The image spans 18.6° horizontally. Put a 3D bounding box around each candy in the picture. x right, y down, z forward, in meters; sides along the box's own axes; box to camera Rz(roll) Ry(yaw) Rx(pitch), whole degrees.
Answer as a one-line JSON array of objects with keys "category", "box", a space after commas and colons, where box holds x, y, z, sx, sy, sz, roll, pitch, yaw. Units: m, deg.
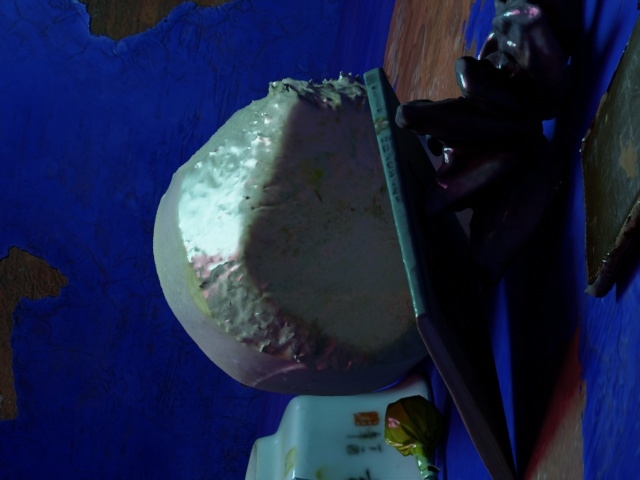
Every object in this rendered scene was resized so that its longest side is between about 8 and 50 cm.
[{"category": "candy", "box": [0.094, 0.215, 1.762, 0.058, 0.062, 0.194, -32, 36, 17]}]

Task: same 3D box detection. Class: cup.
[{"category": "cup", "box": [0.001, 0.294, 1.969, 0.347, 0.163, 0.347, -171, 90, -86]}]

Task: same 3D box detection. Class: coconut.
[{"category": "coconut", "box": [0.000, 0.000, 1.794, 0.309, 0.297, 0.297, 144, 135, -75]}]

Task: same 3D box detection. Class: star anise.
[{"category": "star anise", "box": [0.137, -0.101, 1.475, 0.212, 0.129, 0.283, -52, -20, -65]}]

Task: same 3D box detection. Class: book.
[{"category": "book", "box": [0.090, 0.027, 1.484, 0.283, 0.025, 0.215, -98, -15, -46]}]

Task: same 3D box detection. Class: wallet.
[{"category": "wallet", "box": [0.198, -0.068, 1.180, 0.232, 0.031, 0.122, 104, 169, -60]}]

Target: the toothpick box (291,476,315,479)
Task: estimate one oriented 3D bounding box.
[{"category": "toothpick box", "box": [0.046, 0.251, 1.583, 0.101, 0.153, 0.101, -170, 90, -85]}]
